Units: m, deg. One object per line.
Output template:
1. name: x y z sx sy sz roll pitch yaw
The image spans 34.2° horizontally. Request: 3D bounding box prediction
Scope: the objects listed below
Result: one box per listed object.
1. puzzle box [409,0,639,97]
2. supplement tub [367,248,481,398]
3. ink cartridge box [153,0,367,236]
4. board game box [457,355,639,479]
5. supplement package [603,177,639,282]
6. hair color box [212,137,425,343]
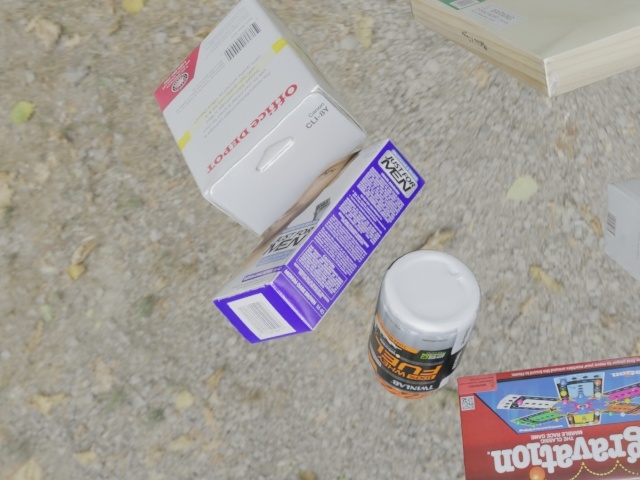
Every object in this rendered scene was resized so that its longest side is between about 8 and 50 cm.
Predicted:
1. puzzle box: 0.312 -0.306 1.343 0.272 0.409 0.052 -21 119 -9
2. supplement tub: 0.119 0.107 1.237 0.117 0.117 0.190 17 145 8
3. ink cartridge box: -0.121 -0.234 1.906 0.279 0.385 0.160 -43 131 11
4. board game box: 0.304 0.214 1.204 0.281 0.027 0.145 -10 63 16
5. supplement package: 0.624 -0.034 1.760 0.244 0.134 0.139 -11 119 -12
6. hair color box: 0.000 0.000 1.637 0.110 0.339 0.185 50 147 -15
